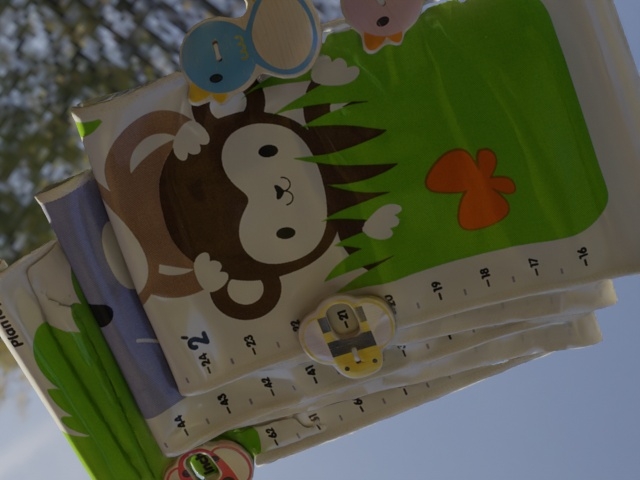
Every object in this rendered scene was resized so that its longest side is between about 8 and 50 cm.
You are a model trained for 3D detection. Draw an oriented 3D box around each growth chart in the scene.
[{"bbox_3d":[0.000,0.000,0.570,0.237,0.172,0.021,-26,-155,15],"label":"growth chart"}]
